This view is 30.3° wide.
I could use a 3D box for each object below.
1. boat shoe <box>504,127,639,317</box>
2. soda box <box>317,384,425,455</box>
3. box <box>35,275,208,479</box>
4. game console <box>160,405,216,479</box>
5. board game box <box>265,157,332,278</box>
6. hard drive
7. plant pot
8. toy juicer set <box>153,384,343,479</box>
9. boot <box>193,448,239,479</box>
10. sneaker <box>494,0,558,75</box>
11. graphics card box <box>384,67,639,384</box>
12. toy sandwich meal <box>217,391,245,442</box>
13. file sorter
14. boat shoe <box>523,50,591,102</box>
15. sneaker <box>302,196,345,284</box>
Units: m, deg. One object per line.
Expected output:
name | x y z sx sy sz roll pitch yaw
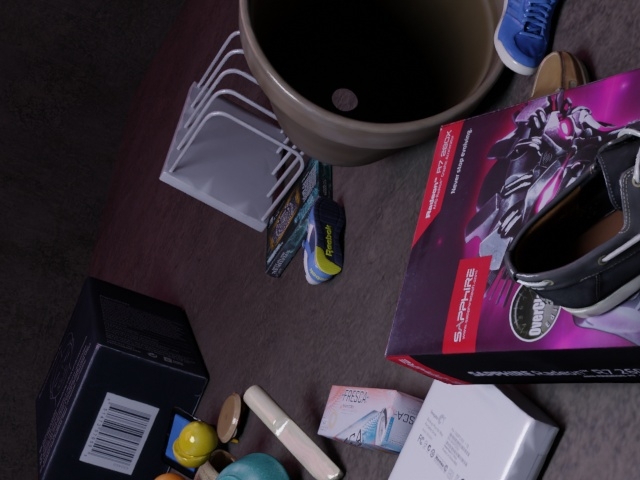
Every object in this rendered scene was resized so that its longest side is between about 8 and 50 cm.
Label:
boat shoe | 0.220 -0.039 0.774 0.233 0.079 0.084 -45 34 27
soda box | 0.061 0.197 1.295 0.183 0.058 0.063 -15 56 69
box | -0.384 0.283 2.215 0.294 0.212 0.395 -66 19 10
game console | -0.206 0.339 1.840 0.107 0.071 0.122 -98 21 -55
board game box | -0.036 -0.044 1.875 0.186 0.026 0.126 -54 24 37
hard drive | 0.106 0.271 1.115 0.308 0.040 0.203 -67 18 8
plant pot | 0.050 -0.230 1.466 0.280 0.323 0.323 114 171 -71
toy juicer set | -0.102 0.309 1.526 0.329 0.089 0.209 -43 50 23
boot | -0.176 0.390 1.696 0.203 0.095 0.262 -68 20 4
sneaker | 0.234 -0.256 1.289 0.084 0.058 0.152 120 168 -50
graphics card box | 0.213 -0.006 0.933 0.371 0.094 0.233 -9 61 56
toy sandwich meal | -0.132 0.272 1.808 0.085 0.029 0.086 -51 29 43
file sorter | -0.121 -0.195 1.983 0.173 0.192 0.278 -50 19 35
boat shoe | 0.221 -0.120 1.156 0.068 0.072 0.190 -48 28 47
sneaker | 0.000 0.000 1.688 0.059 0.053 0.144 128 157 -46
